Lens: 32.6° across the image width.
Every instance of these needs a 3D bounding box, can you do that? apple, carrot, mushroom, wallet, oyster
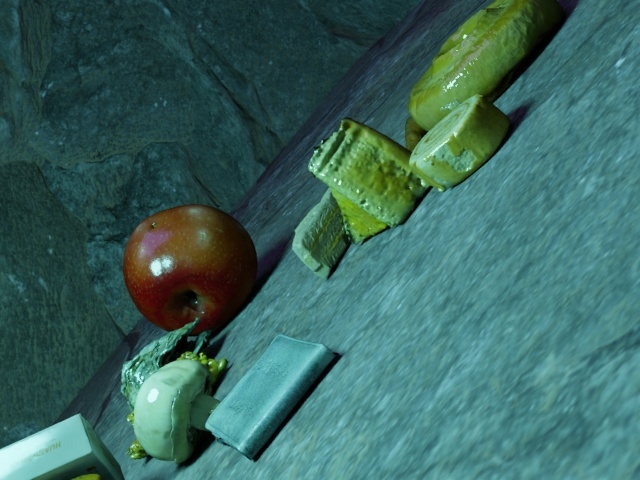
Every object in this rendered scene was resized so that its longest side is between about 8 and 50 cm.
[{"bbox_3d":[-0.255,0.057,2.131,0.260,0.260,0.216,-43,34,28],"label":"apple"},{"bbox_3d":[0.160,-0.163,1.803,0.047,0.047,0.191,-44,15,23],"label":"carrot"},{"bbox_3d":[-0.192,0.235,1.525,0.154,0.122,0.154,10,-90,-79],"label":"mushroom"},{"bbox_3d":[-0.067,0.189,1.355,0.167,0.036,0.222,-49,9,-12],"label":"wallet"},{"bbox_3d":[-0.298,0.235,2.023,0.268,0.112,0.198,-44,9,40],"label":"oyster"}]

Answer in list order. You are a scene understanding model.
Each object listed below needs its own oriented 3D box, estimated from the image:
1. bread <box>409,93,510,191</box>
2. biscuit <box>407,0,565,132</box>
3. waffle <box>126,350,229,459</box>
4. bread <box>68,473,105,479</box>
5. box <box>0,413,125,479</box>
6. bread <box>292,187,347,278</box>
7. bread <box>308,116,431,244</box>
[{"bbox_3d":[0.177,-0.129,1.447,0.149,0.073,0.122,-40,14,42],"label":"bread"},{"bbox_3d":[0.251,-0.293,1.741,0.296,0.102,0.296,-46,7,7],"label":"biscuit"},{"bbox_3d":[-0.244,0.264,1.764,0.193,0.070,0.197,-37,14,49],"label":"waffle"},{"bbox_3d":[-0.359,0.418,1.422,0.270,0.143,0.195,-44,8,24],"label":"bread"},{"bbox_3d":[-0.369,0.339,1.547,0.149,0.067,0.233,-25,-28,-9],"label":"box"},{"bbox_3d":[0.014,-0.013,1.717,0.105,0.077,0.152,-47,10,9],"label":"bread"},{"bbox_3d":[0.065,-0.081,1.609,0.140,0.169,0.160,-52,-5,-20],"label":"bread"}]
